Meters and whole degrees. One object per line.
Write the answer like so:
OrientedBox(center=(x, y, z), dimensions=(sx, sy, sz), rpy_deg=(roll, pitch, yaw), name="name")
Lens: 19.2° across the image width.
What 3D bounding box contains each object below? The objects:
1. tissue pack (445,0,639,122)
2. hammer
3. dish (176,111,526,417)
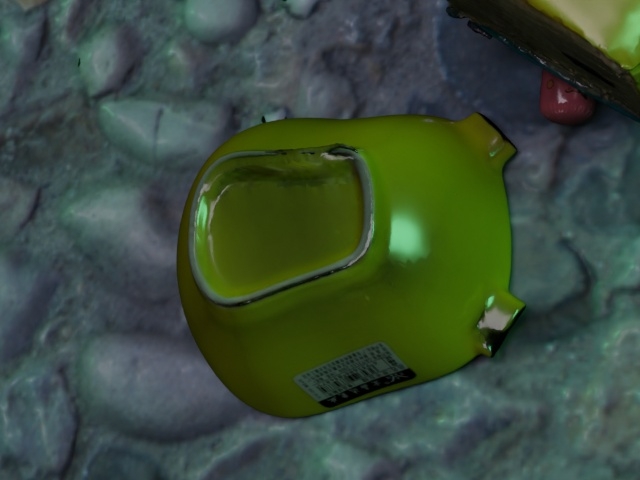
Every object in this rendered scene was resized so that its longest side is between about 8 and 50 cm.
OrientedBox(center=(0.208, -0.231, 1.207), dimensions=(0.192, 0.134, 0.271), rpy_deg=(33, 83, 28), name="tissue pack")
OrientedBox(center=(0.170, -0.119, 1.278), dimensions=(0.043, 0.043, 0.083), rpy_deg=(-1, 72, 29), name="hammer")
OrientedBox(center=(0.000, 0.000, 1.295), dimensions=(0.262, 0.108, 0.221), rpy_deg=(-9, 71, 27), name="dish")
